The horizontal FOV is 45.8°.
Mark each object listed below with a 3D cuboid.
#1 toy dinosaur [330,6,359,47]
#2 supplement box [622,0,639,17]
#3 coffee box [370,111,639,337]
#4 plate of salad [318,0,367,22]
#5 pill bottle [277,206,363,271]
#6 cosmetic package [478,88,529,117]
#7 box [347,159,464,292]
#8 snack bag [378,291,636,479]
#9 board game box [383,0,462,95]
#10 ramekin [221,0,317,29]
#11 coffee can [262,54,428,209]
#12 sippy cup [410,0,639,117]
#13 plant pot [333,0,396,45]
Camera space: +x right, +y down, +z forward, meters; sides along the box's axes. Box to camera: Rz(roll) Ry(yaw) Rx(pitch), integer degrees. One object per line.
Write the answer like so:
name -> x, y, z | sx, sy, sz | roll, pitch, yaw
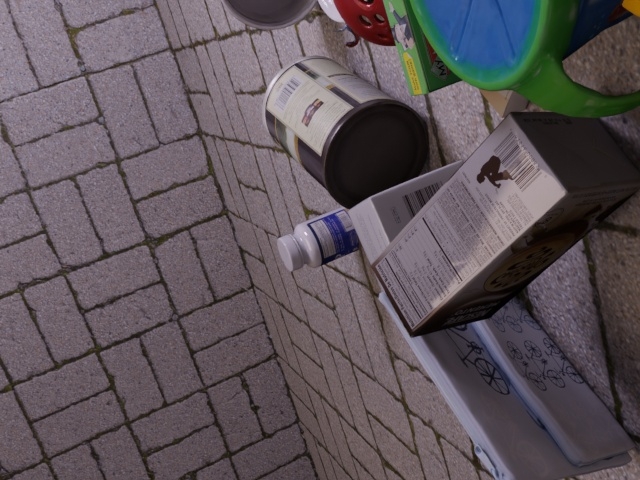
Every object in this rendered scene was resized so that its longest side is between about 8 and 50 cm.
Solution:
toy dinosaur -> 0.052, -0.392, 1.374 | 0.082, 0.047, 0.090 | 54, 157, -20
supplement box -> 0.379, -0.162, 0.401 | 0.356, 0.195, 0.194 | 53, 158, 38
coffee box -> 0.219, -0.015, 0.929 | 0.297, 0.168, 0.118 | -52, 58, 42
plate of salad -> 0.025, -0.472, 1.284 | 0.200, 0.048, 0.199 | 32, 129, 51
pill bottle -> 0.000, 0.000, 1.763 | 0.112, 0.187, 0.112 | 57, 160, 33
cosmetic package -> 0.235, -0.227, 1.015 | 0.115, 0.041, 0.060 | 59, 161, 27
box -> 0.171, -0.010, 1.241 | 0.181, 0.181, 0.119 | 67, 164, 1
snack bag -> 0.259, 0.181, 1.043 | 0.037, 0.343, 0.323 | -51, 53, 28
board game box -> 0.153, -0.343, 0.827 | 0.046, 0.214, 0.317 | 17, 127, 69
ramekin -> -0.106, -0.507, 1.437 | 0.109, 0.207, 0.207 | -131, 23, -67
coffee can -> 0.038, -0.201, 1.376 | 0.275, 0.202, 0.201 | 47, 154, 50
sippy cup -> 0.221, -0.278, 0.681 | 0.240, 0.224, 0.305 | 42, 150, 59
plant pot -> 0.131, -0.347, 0.949 | 0.174, 0.191, 0.191 | 14, 125, 58
